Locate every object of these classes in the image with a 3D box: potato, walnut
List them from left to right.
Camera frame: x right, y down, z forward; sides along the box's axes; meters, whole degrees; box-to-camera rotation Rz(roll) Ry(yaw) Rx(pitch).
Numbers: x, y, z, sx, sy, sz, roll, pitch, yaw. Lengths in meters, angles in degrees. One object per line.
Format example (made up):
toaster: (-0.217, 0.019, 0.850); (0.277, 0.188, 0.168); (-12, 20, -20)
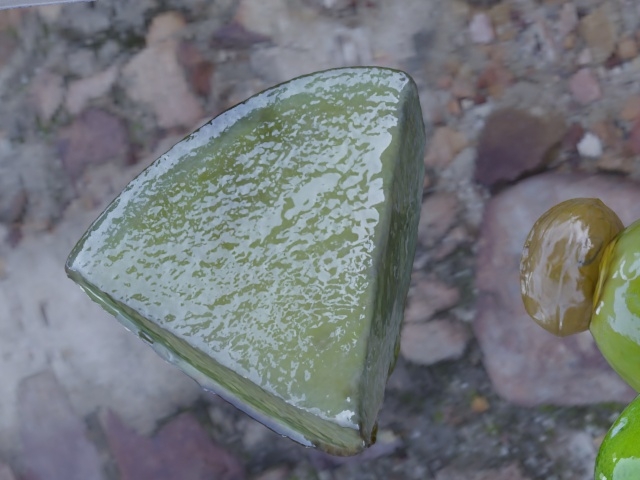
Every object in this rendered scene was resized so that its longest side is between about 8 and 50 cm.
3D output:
potato: (0.000, 0.000, 1.146); (0.269, 0.255, 0.112); (29, 162, 27)
walnut: (0.206, 0.024, 1.308); (0.091, 0.052, 0.121); (15, 99, 17)

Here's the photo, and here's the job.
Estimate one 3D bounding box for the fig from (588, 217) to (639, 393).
fig: (0.366, 0.058, 1.195); (0.326, 0.258, 0.258); (10, 110, 20)

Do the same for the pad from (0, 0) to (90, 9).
pad: (-0.105, -0.186, 0.832); (0.266, 0.176, 0.002); (-3, 141, 17)

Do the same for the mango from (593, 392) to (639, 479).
mango: (0.137, 0.070, 0.550); (0.073, 0.108, 0.056); (-11, 98, 52)
